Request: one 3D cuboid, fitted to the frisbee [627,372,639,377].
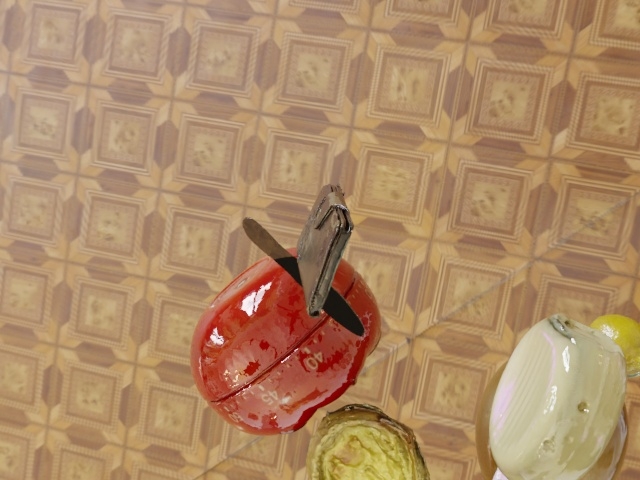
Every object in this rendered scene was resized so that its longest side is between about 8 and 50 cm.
[{"bbox_3d":[0.604,0.218,1.193,0.110,0.110,0.014,-37,84,12],"label":"frisbee"}]

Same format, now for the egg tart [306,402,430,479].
[{"bbox_3d":[0.096,0.442,1.239,0.278,0.095,0.279,4,97,31],"label":"egg tart"}]

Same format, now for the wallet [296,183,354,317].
[{"bbox_3d":[0.000,0.000,0.810,0.031,0.232,0.122,19,104,-8],"label":"wallet"}]

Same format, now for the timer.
[{"bbox_3d":[-0.070,0.182,1.235,0.378,0.378,0.279,-37,97,12],"label":"timer"}]

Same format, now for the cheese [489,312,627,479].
[{"bbox_3d":[0.185,0.176,0.566,0.064,0.137,0.228,21,106,-3],"label":"cheese"}]

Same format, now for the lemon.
[{"bbox_3d":[0.315,0.111,0.680,0.062,0.083,0.062,-6,113,-15],"label":"lemon"}]

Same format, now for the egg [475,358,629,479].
[{"bbox_3d":[0.450,0.379,1.277,0.282,0.282,0.352,20,79,8],"label":"egg"}]

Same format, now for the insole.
[{"bbox_3d":[-0.026,0.052,0.967,0.253,0.086,0.005,42,62,10],"label":"insole"}]
